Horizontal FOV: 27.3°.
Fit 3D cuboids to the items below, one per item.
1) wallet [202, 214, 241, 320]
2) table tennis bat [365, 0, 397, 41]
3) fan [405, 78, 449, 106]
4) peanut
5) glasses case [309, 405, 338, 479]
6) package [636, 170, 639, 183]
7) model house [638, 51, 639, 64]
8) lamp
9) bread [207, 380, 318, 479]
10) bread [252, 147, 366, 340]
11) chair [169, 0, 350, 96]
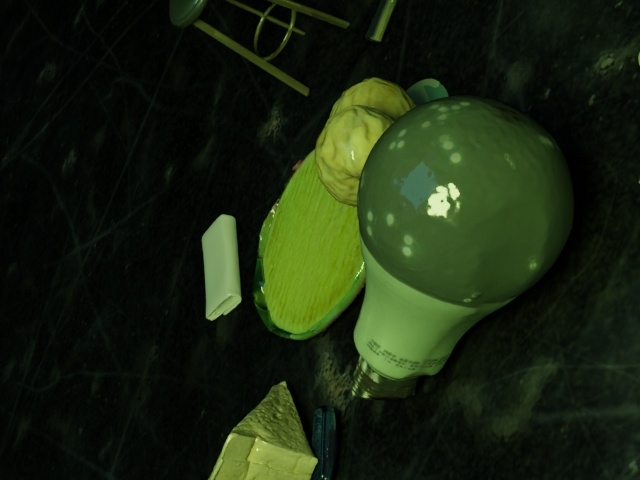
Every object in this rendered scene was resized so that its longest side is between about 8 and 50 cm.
[{"bbox_3d":[-0.120,0.032,1.579,0.061,0.025,0.122,-39,43,36],"label":"wallet"},{"bbox_3d":[0.087,-0.296,1.465,0.095,0.014,0.158,20,88,57],"label":"table tennis bat"},{"bbox_3d":[0.085,-0.128,1.381,0.113,0.005,0.175,-59,33,16],"label":"fan"},{"bbox_3d":[0.047,-0.094,1.261,0.098,0.103,0.229,-33,13,17],"label":"peanut"},{"bbox_3d":[0.006,0.204,1.295,0.033,0.023,0.083,144,132,-61],"label":"glasses case"},{"bbox_3d":[0.337,-0.084,0.934,0.251,0.062,0.204,-56,34,26],"label":"package"},{"bbox_3d":[0.364,-0.211,0.638,0.445,0.395,0.400,-35,47,33],"label":"model house"},{"bbox_3d":[0.088,0.021,1.131,0.314,0.182,0.182,-58,34,20],"label":"lamp"},{"bbox_3d":[-0.073,0.199,1.323,0.077,0.105,0.152,-65,25,17],"label":"bread"},{"bbox_3d":[0.000,0.000,1.412,0.228,0.033,0.228,-36,44,43],"label":"bread"},{"bbox_3d":[-0.086,-0.254,1.511,0.104,0.221,0.095,-3,66,56],"label":"chair"}]
